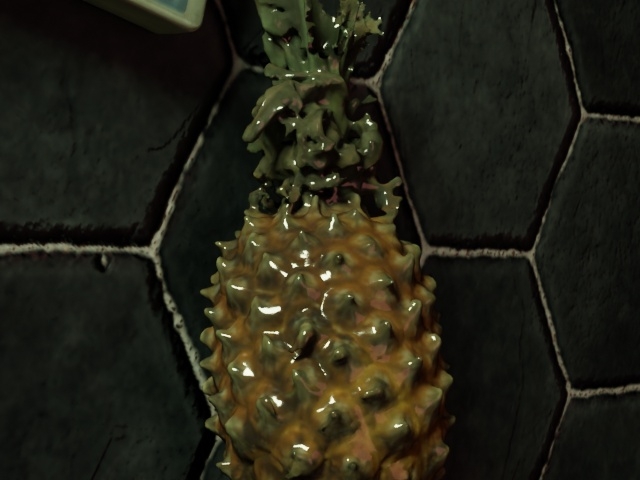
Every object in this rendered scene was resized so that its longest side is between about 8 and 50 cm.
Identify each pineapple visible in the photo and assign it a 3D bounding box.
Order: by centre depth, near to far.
[{"bbox_3d":[0.000,0.000,1.019,0.175,0.175,0.361,17,64,-47],"label":"pineapple"}]

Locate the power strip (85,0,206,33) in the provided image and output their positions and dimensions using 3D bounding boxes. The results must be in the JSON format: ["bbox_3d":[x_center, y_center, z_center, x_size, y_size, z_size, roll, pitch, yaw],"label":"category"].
[{"bbox_3d":[-0.192,-0.220,0.861,0.367,0.043,0.106,19,77,-47],"label":"power strip"}]
